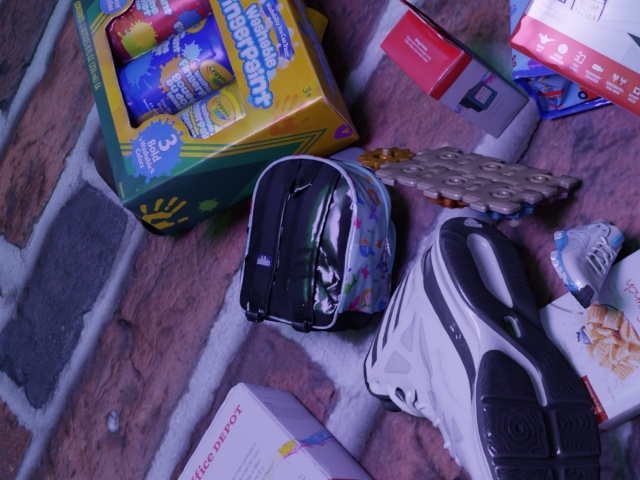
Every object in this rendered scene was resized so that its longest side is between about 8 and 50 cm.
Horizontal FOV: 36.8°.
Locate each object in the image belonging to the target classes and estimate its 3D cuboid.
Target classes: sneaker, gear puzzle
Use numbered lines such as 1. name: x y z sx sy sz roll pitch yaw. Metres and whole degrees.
1. sneaker: 0.193 0.217 1.242 0.257 0.169 0.447 -54 38 45
2. sneaker: 0.336 0.016 1.189 0.083 0.071 0.190 -31 14 22
3. gear puzzle: 0.177 -0.083 1.367 0.339 0.175 0.044 20 122 43

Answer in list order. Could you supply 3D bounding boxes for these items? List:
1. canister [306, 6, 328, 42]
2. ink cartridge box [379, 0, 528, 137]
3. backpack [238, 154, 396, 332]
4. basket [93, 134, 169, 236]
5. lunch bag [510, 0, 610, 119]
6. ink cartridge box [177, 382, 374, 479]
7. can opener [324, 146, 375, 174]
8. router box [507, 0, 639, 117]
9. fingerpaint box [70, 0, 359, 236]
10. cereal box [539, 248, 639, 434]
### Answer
1. canister: -0.063 -0.326 1.712 0.126 0.073 0.169 13 82 42
2. ink cartridge box: 0.178 -0.245 1.362 0.078 0.231 0.134 -51 49 16
3. backpack: 0.000 0.000 1.454 0.225 0.191 0.253 8 96 40
4. basket: -0.323 -0.136 1.826 0.227 0.154 0.204 29 90 47
5. lunch bag: 0.409 -0.311 1.269 0.293 0.138 0.221 -9 67 29
6. ink cartridge box: -0.054 0.388 1.417 0.306 0.131 0.226 41 104 43
7. can opener: -0.016 -0.113 1.614 0.283 0.076 0.095 11 51 43
8. router box: 0.435 -0.283 1.102 0.335 0.082 0.301 33 113 19
9. fingerpaint box: -0.189 -0.292 1.608 0.371 0.163 0.444 -26 63 14
10. cereal box: 0.390 0.112 1.179 0.240 0.047 0.173 -37 54 26
